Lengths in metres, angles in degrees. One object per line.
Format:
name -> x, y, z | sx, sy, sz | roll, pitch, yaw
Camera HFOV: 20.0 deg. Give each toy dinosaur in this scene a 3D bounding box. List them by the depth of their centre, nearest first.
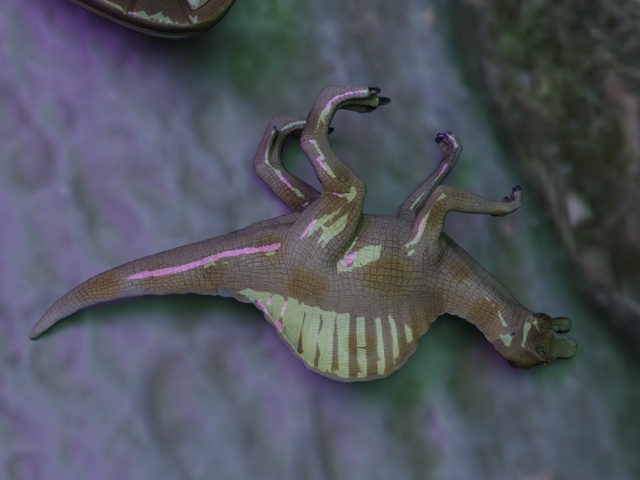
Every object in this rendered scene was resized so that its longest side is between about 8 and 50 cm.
toy dinosaur -> 0.000, 0.000, 0.592 | 0.183, 0.053, 0.093 | 6, 74, -5

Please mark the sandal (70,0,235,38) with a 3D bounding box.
sandal -> -0.102, -0.118, 0.623 | 0.180, 0.049, 0.072 | 25, 66, 17
